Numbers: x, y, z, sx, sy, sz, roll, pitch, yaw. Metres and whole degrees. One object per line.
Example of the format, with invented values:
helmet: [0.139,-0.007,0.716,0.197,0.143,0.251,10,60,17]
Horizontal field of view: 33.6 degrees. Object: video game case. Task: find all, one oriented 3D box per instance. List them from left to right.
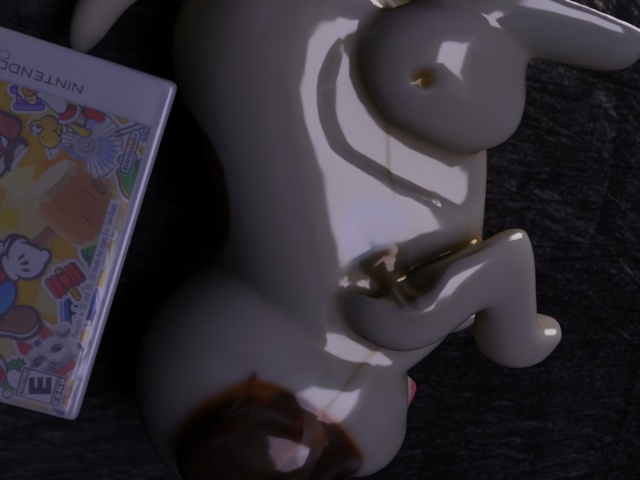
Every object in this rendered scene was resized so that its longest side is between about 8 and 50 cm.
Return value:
video game case: [-0.220,-0.021,0.661,0.206,0.026,0.227,17,95,-10]

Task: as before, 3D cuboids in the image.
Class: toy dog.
toy dog: [0.000,0.000,0.773,0.395,0.284,0.408,11,98,-30]
